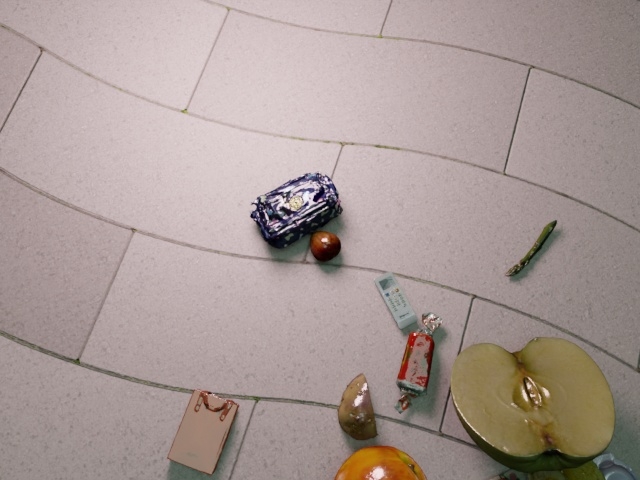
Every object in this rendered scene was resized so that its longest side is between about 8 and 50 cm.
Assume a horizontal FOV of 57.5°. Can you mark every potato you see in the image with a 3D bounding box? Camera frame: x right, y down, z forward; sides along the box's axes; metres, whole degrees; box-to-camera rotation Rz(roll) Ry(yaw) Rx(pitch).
[{"bbox_3d":[0.094,0.444,1.547,0.101,0.089,0.172,-8,76,-3],"label":"potato"}]

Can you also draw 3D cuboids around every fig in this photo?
[{"bbox_3d":[0.000,0.000,1.680,0.089,0.089,0.125,-36,60,-12],"label":"fig"}]

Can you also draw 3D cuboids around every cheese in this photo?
[{"bbox_3d":[0.790,0.687,1.533,0.135,0.052,0.244,-18,77,-5],"label":"cheese"}]

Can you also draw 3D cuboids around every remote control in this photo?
[{"bbox_3d":[0.213,0.170,1.662,0.061,0.029,0.162,-23,72,-11],"label":"remote control"}]

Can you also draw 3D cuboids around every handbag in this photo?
[{"bbox_3d":[-0.070,-0.097,1.673,0.260,0.113,0.162,-27,58,-4],"label":"handbag"},{"bbox_3d":[-0.304,0.498,1.530,0.127,0.063,0.190,20,77,3],"label":"handbag"}]

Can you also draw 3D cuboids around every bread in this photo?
[{"bbox_3d":[0.629,0.665,1.467,0.124,0.186,0.257,-8,85,-17],"label":"bread"}]

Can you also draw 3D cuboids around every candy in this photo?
[{"bbox_3d":[0.267,0.335,1.603,0.086,0.059,0.292,16,73,3],"label":"candy"}]

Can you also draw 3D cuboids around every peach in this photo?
[{"bbox_3d":[0.137,0.645,1.418,0.281,0.238,0.281,-13,61,24],"label":"peach"}]

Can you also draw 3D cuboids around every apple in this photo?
[{"bbox_3d":[0.517,0.404,1.450,0.312,0.320,0.360,31,32,-22],"label":"apple"}]

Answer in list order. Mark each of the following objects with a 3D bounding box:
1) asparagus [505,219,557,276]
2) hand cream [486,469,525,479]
[{"bbox_3d":[0.626,0.028,1.721,0.034,0.027,0.236,46,77,-11],"label":"asparagus"},{"bbox_3d":[0.436,0.667,1.528,0.234,0.050,0.080,-14,71,-13],"label":"hand cream"}]
